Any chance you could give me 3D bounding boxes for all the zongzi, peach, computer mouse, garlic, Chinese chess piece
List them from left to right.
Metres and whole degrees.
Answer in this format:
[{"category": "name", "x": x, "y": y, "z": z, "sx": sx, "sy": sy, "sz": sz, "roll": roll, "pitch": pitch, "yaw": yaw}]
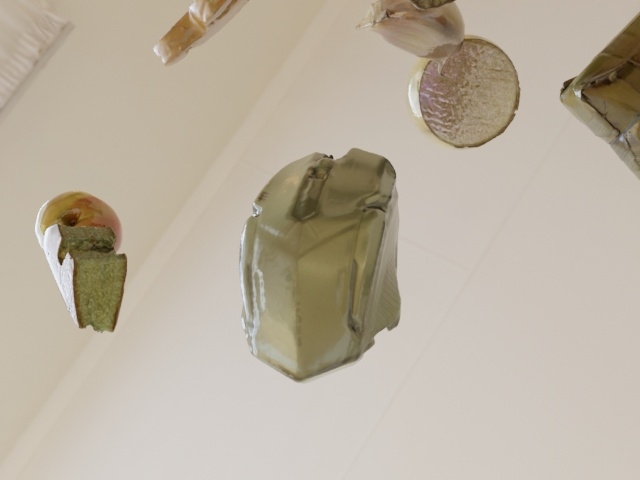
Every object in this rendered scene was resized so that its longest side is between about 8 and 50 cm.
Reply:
[{"category": "peach", "x": -0.525, "y": -0.019, "z": 1.343, "sx": 0.184, "sy": 0.184, "sz": 0.184, "roll": -12, "pitch": -119, "yaw": 23}, {"category": "computer mouse", "x": 0.000, "y": -0.004, "z": 0.881, "sx": 0.228, "sy": 0.145, "sz": 0.428, "roll": -2, "pitch": -132, "yaw": 14}, {"category": "garlic", "x": 0.227, "y": -0.421, "z": 1.233, "sx": 0.148, "sy": 0.267, "sz": 0.128, "roll": 17, "pitch": -100, "yaw": 60}, {"category": "Chinese chess piece", "x": 0.339, "y": -0.351, "z": 1.461, "sx": 0.270, "sy": 0.270, "sz": 0.112, "roll": -44, "pitch": -164, "yaw": 2}, {"category": "zongzi", "x": 0.569, "y": -0.224, "z": 0.975, "sx": 0.289, "sy": 0.123, "sz": 0.260, "roll": 44, "pitch": -82, "yaw": -1}]

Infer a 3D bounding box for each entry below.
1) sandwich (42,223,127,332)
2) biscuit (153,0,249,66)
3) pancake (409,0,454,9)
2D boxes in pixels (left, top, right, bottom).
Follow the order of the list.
[{"category": "sandwich", "x": -0.367, "y": 0.033, "z": 0.954, "sx": 0.244, "sy": 0.090, "sz": 0.088, "roll": 50, "pitch": -61, "yaw": 40}, {"category": "biscuit", "x": -0.108, "y": -0.397, "z": 0.921, "sx": 0.355, "sy": 0.052, "sz": 0.275, "roll": -36, "pitch": -159, "yaw": 20}, {"category": "pancake", "x": 0.194, "y": -0.454, "z": 0.891, "sx": 0.029, "sy": 0.212, "sz": 0.235, "roll": 49, "pitch": -59, "yaw": 34}]
